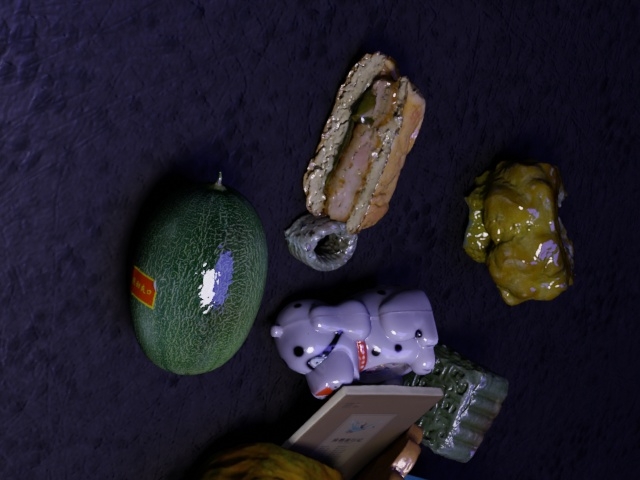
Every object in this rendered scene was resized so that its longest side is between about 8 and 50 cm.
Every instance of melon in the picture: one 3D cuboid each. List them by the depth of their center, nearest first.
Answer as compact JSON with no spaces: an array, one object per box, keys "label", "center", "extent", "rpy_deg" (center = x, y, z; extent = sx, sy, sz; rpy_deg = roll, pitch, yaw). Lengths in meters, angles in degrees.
[{"label":"melon","center":[-0.162,0.042,1.531],"extent":[0.182,0.182,0.287],"rpy_deg":[0,113,-44]}]

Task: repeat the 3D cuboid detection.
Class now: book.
[{"label":"book","center":[0.032,0.327,1.862],"extent":[0.217,0.021,0.310],"rpy_deg":[8,136,-40]}]

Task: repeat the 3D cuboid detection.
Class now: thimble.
[{"label":"thimble","center":[0.000,0.000,1.750],"extent":[0.110,0.062,0.084],"rpy_deg":[5,107,-46]}]

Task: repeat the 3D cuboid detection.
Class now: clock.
[{"label":"clock","center":[0.036,0.156,1.805],"extent":[0.254,0.189,0.188],"rpy_deg":[0,111,-38]}]

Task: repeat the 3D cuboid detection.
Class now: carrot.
[{"label":"carrot","center":[-0.100,0.440,1.745],"extent":[0.340,0.242,0.241],"rpy_deg":[-64,159,-61]}]

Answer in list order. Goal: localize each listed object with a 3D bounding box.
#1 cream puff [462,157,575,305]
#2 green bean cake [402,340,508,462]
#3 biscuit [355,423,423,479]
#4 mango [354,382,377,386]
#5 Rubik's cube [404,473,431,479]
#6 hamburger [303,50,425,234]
[{"label":"cream puff","center":[0.343,-0.014,2.009],"extent":[0.282,0.185,0.281],"rpy_deg":[-10,90,-72]},{"label":"green bean cake","center":[0.216,0.277,2.021],"extent":[0.094,0.181,0.173],"rpy_deg":[22,98,-46]},{"label":"biscuit","center":[0.086,0.415,1.868],"extent":[0.202,0.044,0.288],"rpy_deg":[-47,-178,44]},{"label":"mango","center":[0.073,0.301,1.972],"extent":[0.163,0.089,0.117],"rpy_deg":[-42,144,-3]},{"label":"Rubik's cube","center":[0.151,0.603,2.032],"extent":[0.387,0.358,0.368],"rpy_deg":[20,136,-23]},{"label":"hamburger","center":[0.073,-0.149,1.711],"extent":[0.131,0.124,0.262],"rpy_deg":[-7,122,-62]}]
